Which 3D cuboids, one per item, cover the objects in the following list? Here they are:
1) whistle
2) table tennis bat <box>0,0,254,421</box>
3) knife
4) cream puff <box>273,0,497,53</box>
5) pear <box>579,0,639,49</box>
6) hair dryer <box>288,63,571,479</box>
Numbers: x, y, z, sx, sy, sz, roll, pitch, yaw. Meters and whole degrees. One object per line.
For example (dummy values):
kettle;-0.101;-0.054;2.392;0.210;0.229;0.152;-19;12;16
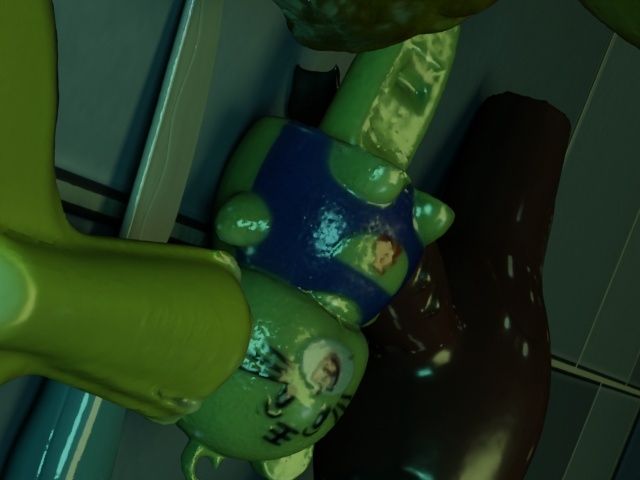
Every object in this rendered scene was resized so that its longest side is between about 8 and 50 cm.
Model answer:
whistle;0.000;0.000;0.748;0.105;0.085;0.227;35;80;-43
table tennis bat;-0.112;0.005;0.479;0.369;0.054;0.224;18;91;-66
knife;-0.068;-0.003;0.671;0.058;0.032;0.244;19;89;-71
cream puff;0.018;-0.140;0.617;0.116;0.146;0.146;-110;-156;-51
pear;0.237;-0.218;0.884;0.309;0.309;0.309;-56;159;-34
hair dryer;0.052;-0.018;0.934;0.340;0.123;0.312;66;37;-53
